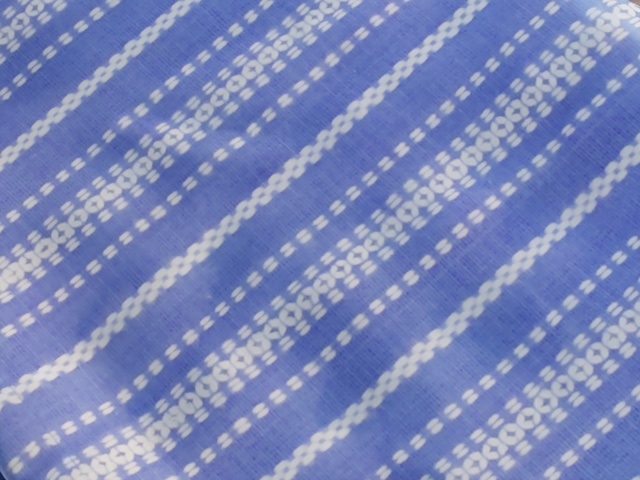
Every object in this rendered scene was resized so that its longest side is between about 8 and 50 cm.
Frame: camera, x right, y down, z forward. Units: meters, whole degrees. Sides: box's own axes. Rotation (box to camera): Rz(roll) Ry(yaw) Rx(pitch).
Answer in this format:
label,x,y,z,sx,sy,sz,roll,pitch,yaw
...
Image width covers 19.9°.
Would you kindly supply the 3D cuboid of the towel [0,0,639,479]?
label,x,y,z,sx,sy,sz,roll,pitch,yaw
towel,0.000,0.000,0.533,0.243,0.040,0.336,-41,63,-9
